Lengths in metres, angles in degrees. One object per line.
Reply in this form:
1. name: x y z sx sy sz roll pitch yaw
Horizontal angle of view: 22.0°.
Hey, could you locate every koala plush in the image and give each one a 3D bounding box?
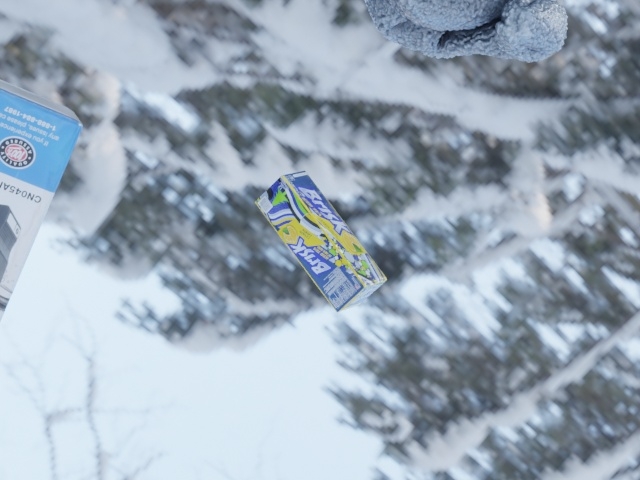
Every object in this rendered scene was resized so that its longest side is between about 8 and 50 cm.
1. koala plush: 0.096 -0.270 1.465 0.203 0.221 0.196 -3 -103 26

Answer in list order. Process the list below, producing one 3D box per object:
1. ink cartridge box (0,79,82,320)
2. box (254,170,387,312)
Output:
1. ink cartridge box: -0.498 -0.024 2.009 0.395 0.285 0.166 -67 -163 5
2. box: 0.000 0.000 1.942 0.054 0.059 0.169 -43 -104 28
